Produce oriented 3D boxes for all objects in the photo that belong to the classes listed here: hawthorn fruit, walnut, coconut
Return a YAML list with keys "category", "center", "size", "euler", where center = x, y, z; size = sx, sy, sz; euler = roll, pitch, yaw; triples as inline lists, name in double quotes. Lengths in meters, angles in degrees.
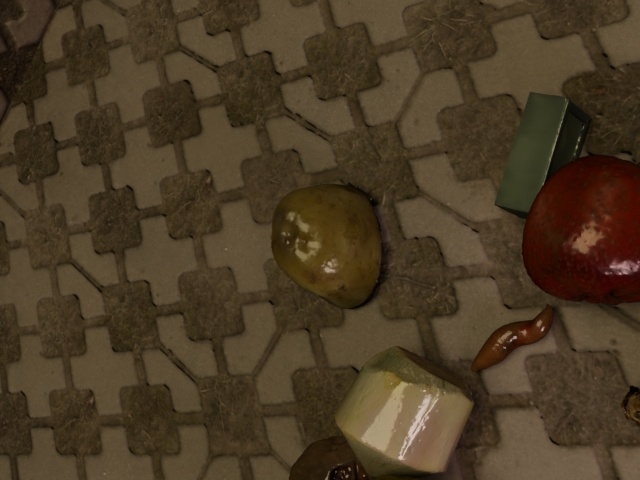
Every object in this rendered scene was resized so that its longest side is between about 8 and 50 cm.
- category: "hawthorn fruit"
  center: [0.501, -0.023, 1.565]
  size: [0.275, 0.275, 0.300]
  euler: [27, 95, 36]
- category: "walnut"
  center: [0.017, 0.498, 1.874]
  size: [0.204, 0.141, 0.238]
  euler: [40, 100, 39]
- category: "coconut"
  center: [0.158, 0.347, 1.751]
  size: [0.239, 0.239, 0.244]
  euler: [30, 94, 36]

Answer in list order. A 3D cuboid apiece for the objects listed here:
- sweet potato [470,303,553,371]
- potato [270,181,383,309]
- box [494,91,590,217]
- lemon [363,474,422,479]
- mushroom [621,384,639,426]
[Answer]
- category: "sweet potato"
  center: [0.365, 0.191, 1.746]
  size: [0.202, 0.058, 0.055]
  euler: [-37, 40, 25]
- category: "potato"
  center: [0.000, 0.000, 1.952]
  size: [0.242, 0.242, 0.286]
  euler: [-2, 81, 35]
- category: "box"
  center: [0.428, -0.153, 1.731]
  size: [0.086, 0.129, 0.225]
  euler: [17, 90, 37]
- category: "lemon"
  center: [0.133, 0.608, 1.640]
  size: [0.387, 0.349, 0.350]
  euler: [104, 144, -55]
- category: "mushroom"
  center: [0.637, 0.265, 1.454]
  size: [0.278, 0.163, 0.297]
  euler: [-15, 52, 27]
